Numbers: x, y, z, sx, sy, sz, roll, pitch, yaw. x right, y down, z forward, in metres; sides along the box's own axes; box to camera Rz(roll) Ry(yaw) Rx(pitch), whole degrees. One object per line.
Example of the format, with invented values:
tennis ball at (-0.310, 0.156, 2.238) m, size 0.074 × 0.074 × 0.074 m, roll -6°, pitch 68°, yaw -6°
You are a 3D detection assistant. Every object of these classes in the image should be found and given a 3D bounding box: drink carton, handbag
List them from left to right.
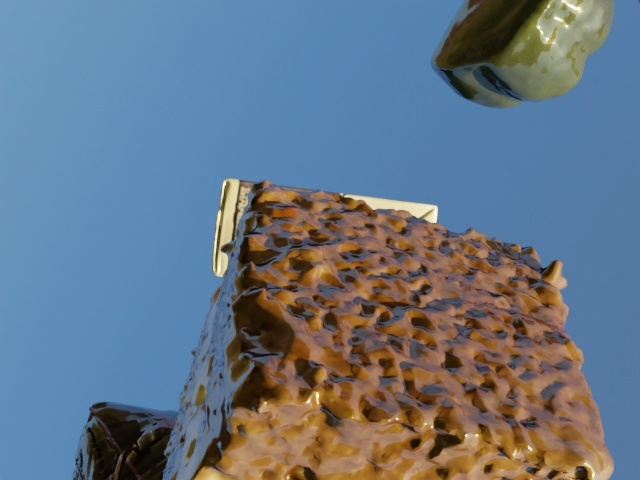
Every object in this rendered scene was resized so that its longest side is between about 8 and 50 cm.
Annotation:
handbag at (-0.078, 0.204, 0.750) m, size 0.215 × 0.169 × 0.155 m, roll 35°, pitch -67°, yaw 55°
drink carton at (0.001, 0.000, 1.104) m, size 0.223 × 0.134 × 0.101 m, roll 7°, pitch -93°, yaw -6°

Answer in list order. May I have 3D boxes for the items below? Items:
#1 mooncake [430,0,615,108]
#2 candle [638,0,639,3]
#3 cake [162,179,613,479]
mooncake at (0.178, -0.200, 0.946) m, size 0.175 × 0.104 × 0.168 m, roll -47°, pitch -143°, yaw 12°
candle at (0.179, -0.135, 0.551) m, size 0.048 × 0.053 × 0.162 m, roll -17°, pitch -102°, yaw -23°
cake at (0.011, 0.077, 0.388) m, size 0.135 × 0.135 × 0.147 m, roll -87°, pitch -168°, yaw -60°
